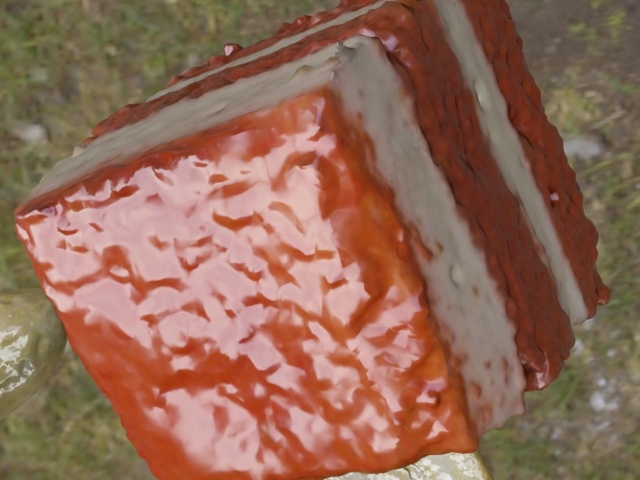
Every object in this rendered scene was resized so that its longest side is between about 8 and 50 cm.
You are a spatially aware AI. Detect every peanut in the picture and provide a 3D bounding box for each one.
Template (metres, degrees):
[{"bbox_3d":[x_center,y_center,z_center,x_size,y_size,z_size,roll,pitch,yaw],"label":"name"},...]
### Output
[{"bbox_3d":[-0.319,0.139,1.417,0.117,0.263,0.101,21,150,56],"label":"peanut"}]

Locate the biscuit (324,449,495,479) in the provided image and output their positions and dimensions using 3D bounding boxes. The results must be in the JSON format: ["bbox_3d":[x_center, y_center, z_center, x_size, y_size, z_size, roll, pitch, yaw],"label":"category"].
[{"bbox_3d":[0.073,0.226,1.517,0.220,0.033,0.220,20,129,26],"label":"biscuit"}]

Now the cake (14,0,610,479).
[{"bbox_3d":[0.000,0.000,1.087,0.269,0.319,0.270,-18,103,30],"label":"cake"}]
